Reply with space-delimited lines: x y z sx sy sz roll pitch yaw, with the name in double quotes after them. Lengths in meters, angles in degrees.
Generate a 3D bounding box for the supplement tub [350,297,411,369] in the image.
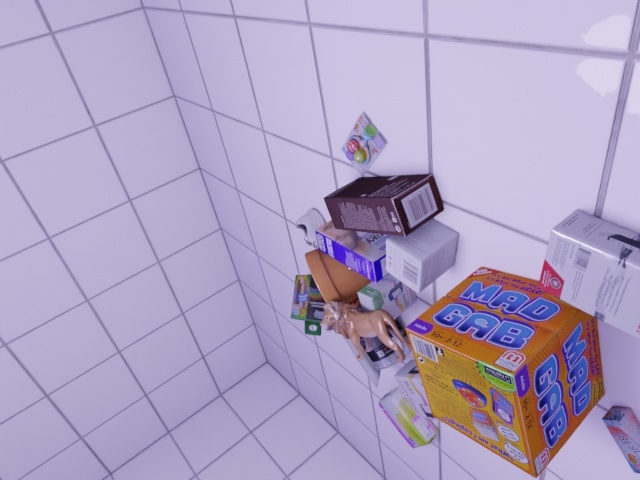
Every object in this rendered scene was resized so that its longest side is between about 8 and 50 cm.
0.244 0.384 2.086 0.316 0.194 0.193 57 154 1 "supplement tub"

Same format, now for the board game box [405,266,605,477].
0.527 0.345 1.361 0.357 0.356 0.356 16 132 54 "board game box"

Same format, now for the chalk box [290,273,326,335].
-0.028 0.321 2.358 0.179 0.180 0.288 -8 72 62 "chalk box"

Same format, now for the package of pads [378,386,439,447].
0.438 0.894 2.406 0.296 0.101 0.229 50 153 16 "package of pads"

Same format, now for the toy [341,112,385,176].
0.131 -0.322 1.673 0.136 0.056 0.237 55 154 9 "toy"

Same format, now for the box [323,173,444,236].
0.202 -0.125 1.613 0.381 0.191 0.143 6 123 57 "box"

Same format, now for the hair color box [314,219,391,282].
0.156 0.014 1.848 0.339 0.185 0.110 28 141 45 "hair color box"

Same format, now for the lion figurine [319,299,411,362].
0.178 0.315 1.752 0.392 0.142 0.240 -17 97 45 "lion figurine"

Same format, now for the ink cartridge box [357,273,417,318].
0.262 0.218 1.854 0.093 0.212 0.154 16 131 50 "ink cartridge box"

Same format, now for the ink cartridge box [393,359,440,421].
0.484 0.640 2.018 0.226 0.131 0.306 59 153 -3 "ink cartridge box"

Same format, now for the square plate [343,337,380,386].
0.199 0.474 2.246 0.347 0.049 0.344 57 -168 1 "square plate"

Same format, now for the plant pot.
0.089 0.139 2.001 0.290 0.204 0.291 63 -177 -6 "plant pot"

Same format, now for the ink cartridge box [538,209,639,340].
0.671 0.079 1.097 0.273 0.114 0.196 35 145 41 "ink cartridge box"

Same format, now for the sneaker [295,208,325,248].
0.000 0.000 2.169 0.297 0.129 0.111 50 151 14 "sneaker"

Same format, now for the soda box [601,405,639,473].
0.869 0.557 1.329 0.183 0.063 0.058 58 154 0 "soda box"

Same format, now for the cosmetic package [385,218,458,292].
0.331 0.040 1.569 0.151 0.184 0.151 36 147 36 "cosmetic package"
